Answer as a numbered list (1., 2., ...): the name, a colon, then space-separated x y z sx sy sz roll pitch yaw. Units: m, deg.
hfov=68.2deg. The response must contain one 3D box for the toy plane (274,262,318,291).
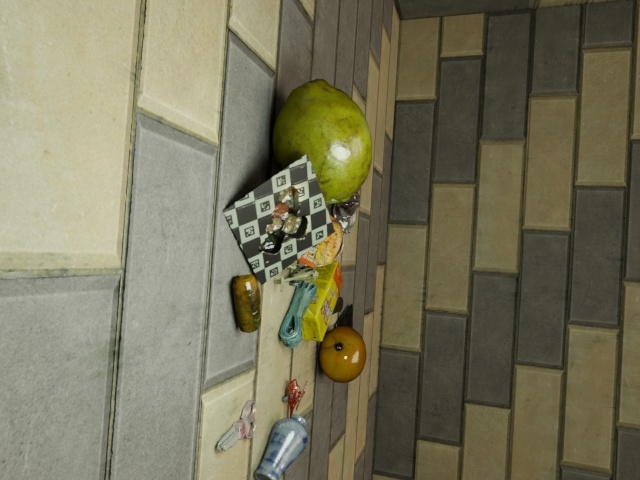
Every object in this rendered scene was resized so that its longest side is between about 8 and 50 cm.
1. toy plane: -0.088 0.136 1.776 0.286 0.108 0.091 -9 103 -59

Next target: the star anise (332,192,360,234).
1. star anise: 0.108 -0.185 2.114 0.359 0.139 0.315 77 26 -82

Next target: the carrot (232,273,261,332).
1. carrot: -0.216 0.185 1.403 0.082 0.082 0.173 -55 145 -59

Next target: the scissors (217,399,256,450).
1. scissors: -0.250 0.579 1.447 0.242 0.031 0.118 -3 95 -74

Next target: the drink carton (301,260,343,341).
1. drink carton: -0.006 0.246 2.025 0.351 0.112 0.154 -64 151 -47

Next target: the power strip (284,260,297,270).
1. power strip: -0.114 0.035 1.716 0.076 0.028 0.168 25 59 -25

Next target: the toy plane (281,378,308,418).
1. toy plane: -0.105 0.631 1.848 0.126 0.077 0.194 -51 148 -56

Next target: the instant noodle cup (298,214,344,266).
1. instant noodle cup: 0.000 0.000 1.867 0.174 0.214 0.213 15 79 -79

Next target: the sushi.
1. sushi: -0.133 -0.068 1.491 0.320 0.069 0.339 -38 135 -17

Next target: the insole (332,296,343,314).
1. insole: 0.075 0.330 2.450 0.328 0.007 0.111 27 69 -70

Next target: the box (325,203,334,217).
1. box: 0.014 -0.135 2.094 0.201 0.058 0.140 -60 148 -53

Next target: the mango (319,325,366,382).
1. mango: 0.112 0.546 2.278 0.378 0.222 0.263 64 28 -75

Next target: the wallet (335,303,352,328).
1. wallet: 0.134 0.516 2.621 0.323 0.041 0.246 -34 124 -65

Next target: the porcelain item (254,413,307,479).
1. porcelain item: -0.135 0.741 1.687 0.259 0.142 0.141 -49 140 -48

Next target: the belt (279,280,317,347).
1. belt: -0.080 0.273 1.826 0.072 0.088 0.302 72 27 -43

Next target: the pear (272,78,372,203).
1. pear: 0.003 -0.318 1.585 0.352 0.352 0.412 -38 115 -67
